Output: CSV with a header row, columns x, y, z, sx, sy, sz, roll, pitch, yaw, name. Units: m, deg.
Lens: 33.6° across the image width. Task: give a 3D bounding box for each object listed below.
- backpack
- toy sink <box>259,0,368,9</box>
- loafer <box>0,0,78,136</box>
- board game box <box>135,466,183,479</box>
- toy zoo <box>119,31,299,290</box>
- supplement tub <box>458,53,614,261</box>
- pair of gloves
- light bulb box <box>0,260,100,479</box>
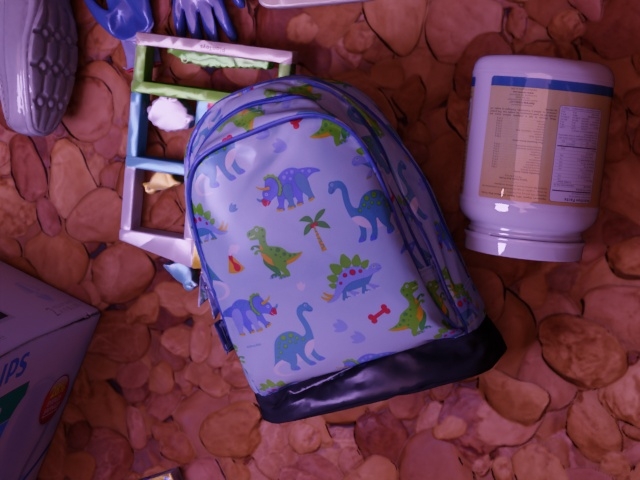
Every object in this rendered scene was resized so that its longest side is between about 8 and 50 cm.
x,y,z,sx,sy,sz,roll,pitch,yaw,name
0.000,0.000,1.109,0.290,0.273,0.356,-16,86,18,backpack
-0.019,-0.378,1.138,0.152,0.131,0.234,-1,95,15,toy sink
-0.358,-0.280,1.254,0.111,0.112,0.320,-3,86,20,loafer
-0.197,0.368,1.305,0.103,0.026,0.154,-21,89,16,board game box
-0.135,-0.085,1.237,0.192,0.030,0.293,9,102,13,toy zoo
0.220,-0.085,1.093,0.144,0.144,0.200,7,97,14,supplement tub
-0.187,-0.287,1.245,0.198,0.023,0.159,-14,94,20,pair of gloves
-0.467,0.221,1.192,0.225,0.358,0.361,25,101,7,light bulb box
